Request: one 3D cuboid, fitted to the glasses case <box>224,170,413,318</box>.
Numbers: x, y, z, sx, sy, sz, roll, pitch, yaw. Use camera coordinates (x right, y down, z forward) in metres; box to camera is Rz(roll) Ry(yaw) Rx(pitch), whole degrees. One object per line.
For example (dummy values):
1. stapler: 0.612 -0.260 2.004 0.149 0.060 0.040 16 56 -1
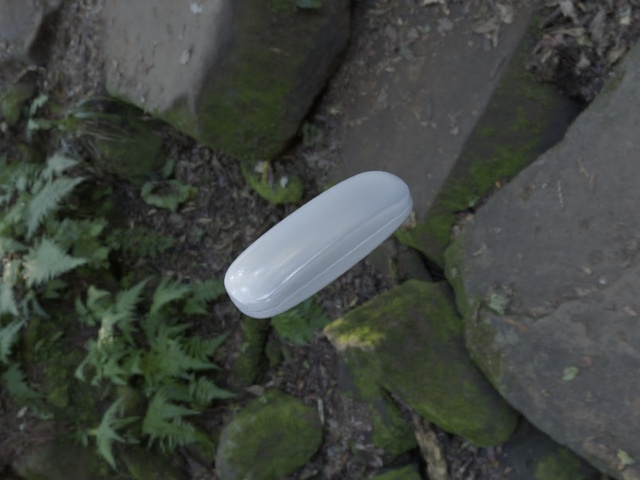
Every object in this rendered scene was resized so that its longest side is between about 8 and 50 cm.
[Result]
1. glasses case: 0.000 0.000 0.624 0.074 0.193 0.049 35 154 46
